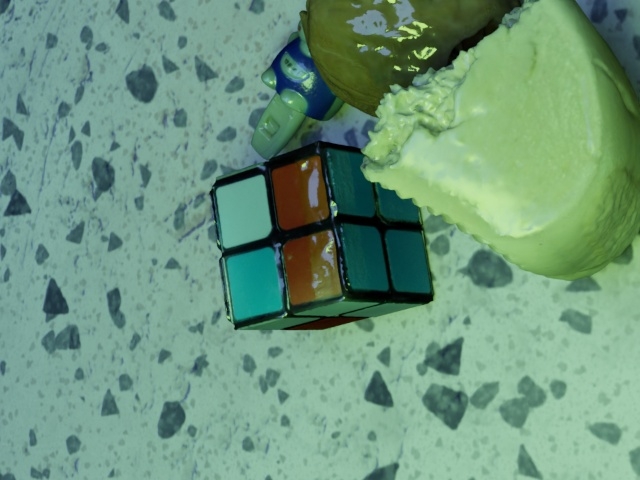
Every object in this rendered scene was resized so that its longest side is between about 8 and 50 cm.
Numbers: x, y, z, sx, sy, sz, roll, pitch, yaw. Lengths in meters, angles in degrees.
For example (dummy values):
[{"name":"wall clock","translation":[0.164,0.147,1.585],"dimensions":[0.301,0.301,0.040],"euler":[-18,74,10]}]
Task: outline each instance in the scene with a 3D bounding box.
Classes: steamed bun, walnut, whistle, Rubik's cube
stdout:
[{"name":"steamed bun","translation":[0.207,-0.117,1.455],"dimensions":[0.273,0.290,0.272],"euler":[32,100,16]},{"name":"walnut","translation":[0.086,-0.221,1.592],"dimensions":[0.238,0.204,0.141],"euler":[-42,24,28]},{"name":"whistle","translation":[-0.010,-0.198,1.739],"dimensions":[0.110,0.092,0.244],"euler":[48,113,25]},{"name":"Rubik's cube","translation":[0.000,0.000,1.669],"dimensions":[0.180,0.167,0.183],"euler":[-19,74,36]}]
